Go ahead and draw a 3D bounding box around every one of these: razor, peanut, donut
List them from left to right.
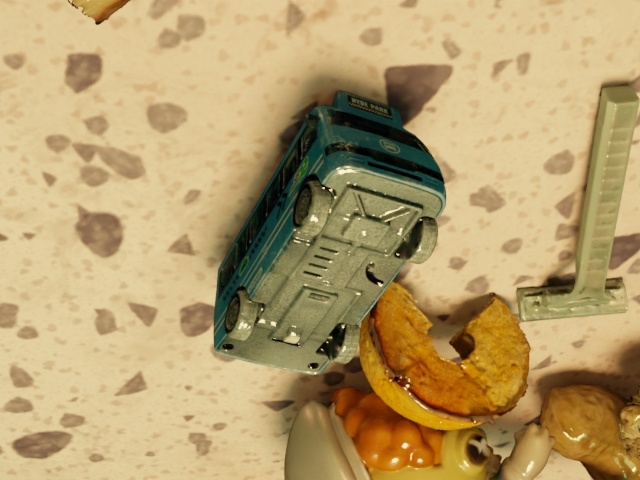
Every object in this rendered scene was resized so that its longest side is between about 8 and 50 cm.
[{"bbox_3d":[0.116,0.118,1.080,0.181,0.146,0.078,11,146,-25],"label":"donut"},{"bbox_3d":[0.254,-0.019,1.021,0.111,0.056,0.278,-5,136,-4],"label":"razor"},{"bbox_3d":[0.328,0.227,1.254,0.095,0.108,0.226,-33,130,29],"label":"peanut"}]

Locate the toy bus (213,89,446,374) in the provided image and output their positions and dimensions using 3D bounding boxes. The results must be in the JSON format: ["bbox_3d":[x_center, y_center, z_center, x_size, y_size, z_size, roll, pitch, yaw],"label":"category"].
[{"bbox_3d":[0.000,0.000,0.938,0.113,0.134,0.246,15,132,-21],"label":"toy bus"}]

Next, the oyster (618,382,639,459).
[{"bbox_3d":[0.431,0.174,1.194,0.259,0.092,0.198,5,95,-11],"label":"oyster"}]

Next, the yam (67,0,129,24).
[{"bbox_3d":[-0.087,-0.240,0.687,0.238,0.129,0.128,-26,99,15],"label":"yam"}]

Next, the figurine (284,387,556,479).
[{"bbox_3d":[0.148,0.274,1.152,0.381,0.205,0.224,8,162,1],"label":"figurine"}]
